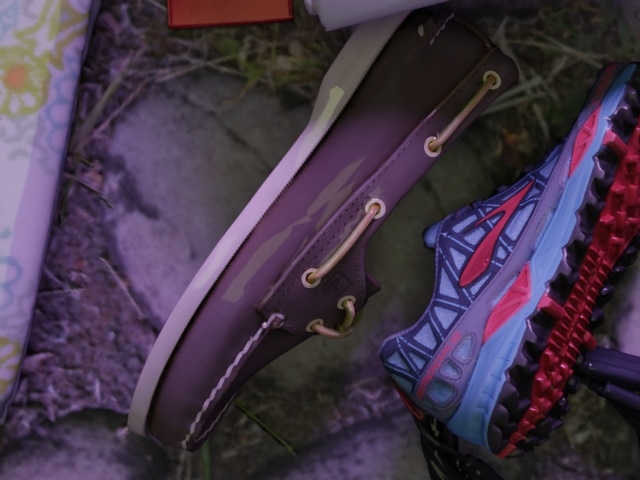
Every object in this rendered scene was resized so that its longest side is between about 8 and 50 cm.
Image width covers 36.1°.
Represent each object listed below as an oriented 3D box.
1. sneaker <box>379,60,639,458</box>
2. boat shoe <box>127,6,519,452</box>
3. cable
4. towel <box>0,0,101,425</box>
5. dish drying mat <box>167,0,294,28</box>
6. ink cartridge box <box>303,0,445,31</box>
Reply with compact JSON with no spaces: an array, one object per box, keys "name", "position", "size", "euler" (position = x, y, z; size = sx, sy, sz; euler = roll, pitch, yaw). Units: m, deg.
[{"name":"sneaker","position":[0.120,-0.008,0.599],"size":[0.125,0.104,0.262],"euler":[18,70,37]},{"name":"boat shoe","position":[0.000,0.000,0.604],"size":[0.096,0.116,0.324],"euler":[33,88,3]},{"name":"cable","position":[0.147,0.136,0.644],"size":[0.184,0.047,0.151],"euler":[13,99,-1]},{"name":"towel","position":[-0.316,-0.081,0.604],"size":[0.320,0.090,0.375],"euler":[12,94,-11]},{"name":"dish drying mat","position":[-0.060,-0.158,0.647],"size":[0.083,0.008,0.032],"euler":[-3,92,3]},{"name":"ink cartridge box","position":[0.102,-0.247,0.508],"size":[0.272,0.114,0.197],"euler":[-13,118,5]}]
